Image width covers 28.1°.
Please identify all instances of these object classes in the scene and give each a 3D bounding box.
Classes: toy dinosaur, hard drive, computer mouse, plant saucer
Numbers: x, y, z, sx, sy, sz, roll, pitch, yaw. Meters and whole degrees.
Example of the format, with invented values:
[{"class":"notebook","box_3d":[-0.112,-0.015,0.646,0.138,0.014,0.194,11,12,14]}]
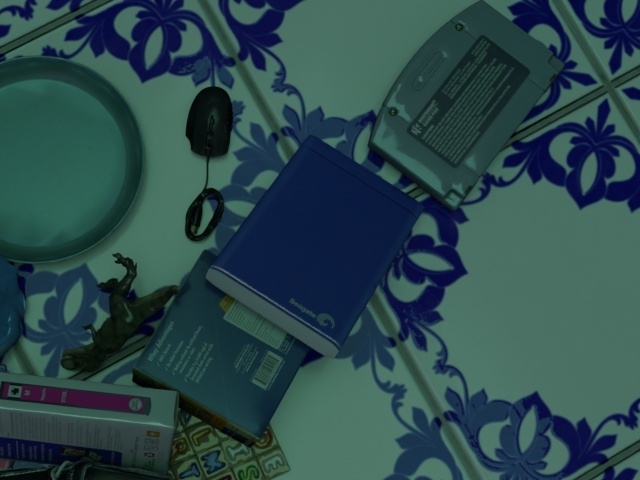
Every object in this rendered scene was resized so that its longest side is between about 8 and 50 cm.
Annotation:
[{"class":"toy dinosaur","box_3d":[-0.283,0.092,1.839,0.064,0.268,0.118,13,50,-42]},{"class":"hard drive","box_3d":[0.000,0.000,1.850,0.210,0.040,0.319,32,48,2]},{"class":"computer mouse","box_3d":[-0.173,-0.119,1.938,0.071,0.041,0.242,4,80,-5]},{"class":"plant saucer","box_3d":[-0.422,-0.119,1.917,0.317,0.044,0.318,1,80,-5]}]

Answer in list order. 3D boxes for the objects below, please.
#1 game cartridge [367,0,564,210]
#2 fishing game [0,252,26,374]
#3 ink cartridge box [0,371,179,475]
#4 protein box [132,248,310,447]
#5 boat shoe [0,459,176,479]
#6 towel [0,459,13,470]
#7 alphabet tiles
[{"class":"game cartridge","box_3d":[0.216,-0.217,1.982,0.198,0.062,0.297,37,79,7]},{"class":"fishing game","box_3d":[-0.499,0.094,1.812,0.189,0.041,0.264,-29,114,-46]},{"class":"ink cartridge box","box_3d":[-0.385,0.251,1.762,0.370,0.176,0.069,5,57,-8]},{"class":"protein box","box_3d":[-0.133,0.157,1.831,0.201,0.136,0.200,30,73,0]},{"class":"boat shoe","box_3d":[-0.340,0.349,1.764,0.301,0.102,0.108,9,43,-3]},{"class":"towel","box_3d":[-0.516,0.319,1.837,0.144,0.029,0.197,17,79,-2]},{"class":"alphabet tiles","box_3d":[-0.165,0.306,1.878,0.198,0.009,0.237,-23,82,-9]}]
